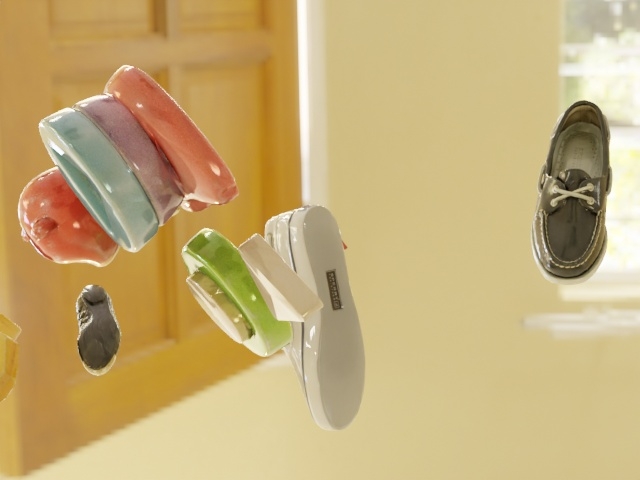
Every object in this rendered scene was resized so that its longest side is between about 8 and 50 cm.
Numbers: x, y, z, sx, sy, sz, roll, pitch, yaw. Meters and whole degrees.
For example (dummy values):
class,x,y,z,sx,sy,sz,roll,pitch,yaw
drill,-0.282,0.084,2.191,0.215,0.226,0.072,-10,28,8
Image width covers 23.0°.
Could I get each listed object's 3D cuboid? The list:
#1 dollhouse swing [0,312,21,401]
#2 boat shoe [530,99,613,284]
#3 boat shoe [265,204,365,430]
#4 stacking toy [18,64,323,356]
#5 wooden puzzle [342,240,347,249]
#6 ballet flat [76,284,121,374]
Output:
class,x,y,z,sx,sy,sz,roll,pitch,yaw
dollhouse swing,-0.511,0.248,2.107,0.305,0.346,0.315,28,167,27
boat shoe,0.357,-0.073,2.237,0.114,0.091,0.302,1,-131,9
boat shoe,-0.012,0.091,1.807,0.084,0.258,0.095,-11,170,39
stacking toy,-0.148,0.008,1.356,0.130,0.279,0.309,-38,179,-15
wooden puzzle,0.000,0.000,1.873,0.049,0.083,0.006,-31,169,-37
ballet flat,-0.291,0.122,2.073,0.058,0.049,0.173,-6,-145,-6
